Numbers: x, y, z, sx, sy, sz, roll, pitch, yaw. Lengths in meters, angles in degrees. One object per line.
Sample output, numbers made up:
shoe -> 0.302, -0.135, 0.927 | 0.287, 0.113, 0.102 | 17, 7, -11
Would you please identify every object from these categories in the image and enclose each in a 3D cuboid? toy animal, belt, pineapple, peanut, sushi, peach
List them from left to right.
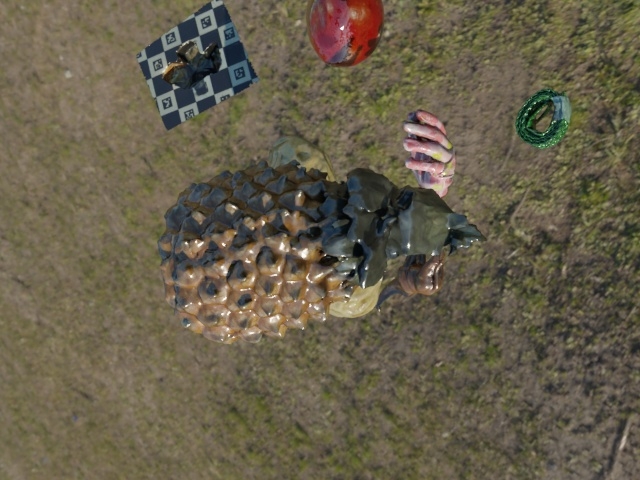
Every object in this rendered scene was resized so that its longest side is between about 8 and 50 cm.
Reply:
sushi -> -0.231, -0.328, 1.286 | 0.210, 0.040, 0.192 | -27, 79, 16
pineapple -> -0.001, -0.002, 0.777 | 0.357, 0.223, 0.222 | -11, 105, 29
peanut -> 0.001, -0.017, 1.102 | 0.153, 0.140, 0.325 | -4, 115, 46
peach -> 0.061, -0.562, 1.718 | 0.200, 0.243, 0.243 | 2, 117, 14
toy animal -> 0.182, 0.075, 1.439 | 0.224, 0.066, 0.229 | 37, 116, 58
belt -> 0.565, -0.306, 1.687 | 0.121, 0.079, 0.151 | 32, 109, 35

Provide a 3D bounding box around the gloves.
gloves -> 0.263, -0.216, 1.613 | 0.126, 0.145, 0.241 | 6, 141, 11
